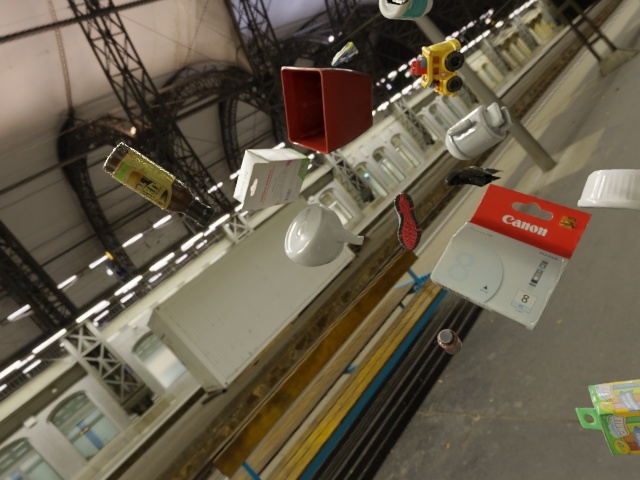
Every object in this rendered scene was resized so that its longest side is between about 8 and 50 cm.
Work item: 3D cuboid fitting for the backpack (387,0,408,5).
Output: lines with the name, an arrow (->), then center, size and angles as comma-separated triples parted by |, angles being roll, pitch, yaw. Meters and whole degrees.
backpack -> 0.289, -0.855, 1.329 | 0.152, 0.115, 0.181 | -24, 34, 7

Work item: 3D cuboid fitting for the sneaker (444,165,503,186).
sneaker -> 0.486, -0.199, 1.287 | 0.170, 0.051, 0.089 | -21, 37, -23

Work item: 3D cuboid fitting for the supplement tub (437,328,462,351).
supplement tub -> 0.689, 0.538, 2.167 | 0.106, 0.106, 0.198 | -42, -38, 2

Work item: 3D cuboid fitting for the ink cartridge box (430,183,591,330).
ink cartridge box -> 0.555, 0.022, 1.189 | 0.384, 0.308, 0.091 | -60, -32, -6

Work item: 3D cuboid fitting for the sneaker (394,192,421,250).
sneaker -> 0.403, -0.082, 1.827 | 0.104, 0.261, 0.125 | -7, -7, 20

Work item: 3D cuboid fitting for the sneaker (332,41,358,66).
sneaker -> 0.110, -0.837, 1.851 | 0.144, 0.059, 0.053 | -22, 53, 45

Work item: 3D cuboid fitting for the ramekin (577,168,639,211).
ramekin -> 1.022, -0.161, 1.348 | 0.273, 0.273, 0.127 | -56, -29, -85

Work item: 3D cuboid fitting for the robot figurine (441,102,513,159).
robot figurine -> 0.783, -0.540, 2.049 | 0.300, 0.199, 0.353 | 9, -25, -30

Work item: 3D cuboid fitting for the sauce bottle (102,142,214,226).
sauce bottle -> -0.498, -0.165, 1.279 | 0.111, 0.345, 0.111 | -45, 24, 26

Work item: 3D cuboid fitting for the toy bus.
toy bus -> 0.489, -0.721, 1.731 | 0.212, 0.220, 0.149 | -10, 36, 2

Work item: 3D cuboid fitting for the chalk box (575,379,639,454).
chalk box -> 0.813, 0.472, 1.084 | 0.213, 0.132, 0.132 | -21, 8, 27

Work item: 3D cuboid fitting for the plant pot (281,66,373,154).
plant pot -> 0.039, -0.483, 1.435 | 0.236, 0.267, 0.267 | -21, 32, -27

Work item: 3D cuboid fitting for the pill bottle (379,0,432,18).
pill bottle -> 0.409, -1.110, 1.885 | 0.264, 0.146, 0.146 | -21, -12, -37

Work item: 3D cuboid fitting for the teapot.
teapot -> 0.000, 0.000, 1.495 | 0.252, 0.187, 0.256 | -51, 31, 16

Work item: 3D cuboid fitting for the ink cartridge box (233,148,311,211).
ink cartridge box -> -0.207, -0.244, 1.584 | 0.354, 0.119, 0.207 | -21, -43, -56
